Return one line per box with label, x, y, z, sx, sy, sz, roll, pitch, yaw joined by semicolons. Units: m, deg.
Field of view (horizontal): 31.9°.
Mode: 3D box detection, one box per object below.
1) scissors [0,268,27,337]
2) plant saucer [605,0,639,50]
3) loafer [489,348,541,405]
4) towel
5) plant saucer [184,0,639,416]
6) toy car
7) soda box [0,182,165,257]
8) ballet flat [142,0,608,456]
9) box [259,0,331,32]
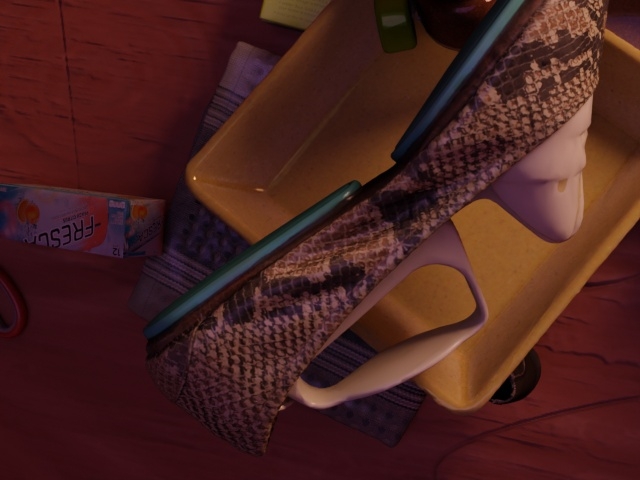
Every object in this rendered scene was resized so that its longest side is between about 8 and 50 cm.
scissors;-0.432;-0.002;1.224;0.109;0.021;0.297;-39;83;16
plant saucer;0.275;-0.134;1.020;0.198;0.036;0.198;1;95;15
loafer;0.105;0.071;1.014;0.220;0.078;0.080;34;104;6
towel;0.000;0.000;1.102;0.324;0.056;0.312;27;103;9
plant saucer;0.108;-0.070;0.976;0.333;0.081;0.333;40;87;18
toy car;0.106;-0.248;0.883;0.155;0.188;0.149;-10;74;9
soda box;-0.245;-0.021;1.125;0.183;0.063;0.058;7;95;31
ballet flat;0.079;-0.016;0.855;0.483;0.164;0.182;-44;94;9
box;0.016;-0.284;1.072;0.109;0.042;0.178;16;97;12
